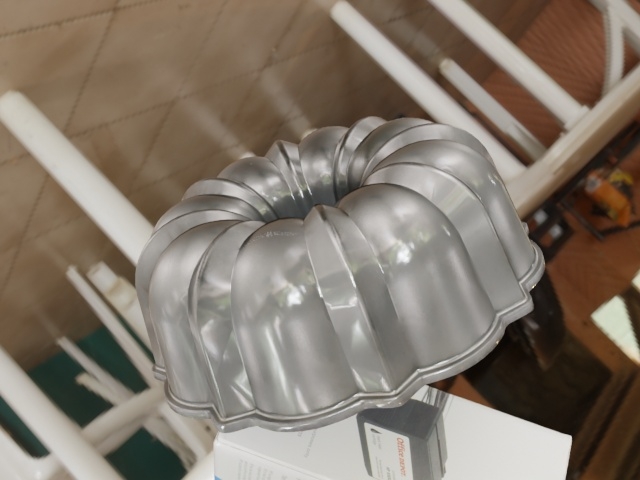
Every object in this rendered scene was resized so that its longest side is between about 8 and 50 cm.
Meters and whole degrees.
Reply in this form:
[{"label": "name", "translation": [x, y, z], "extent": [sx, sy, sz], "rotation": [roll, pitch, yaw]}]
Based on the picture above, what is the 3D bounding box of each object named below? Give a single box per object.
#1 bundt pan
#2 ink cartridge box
[{"label": "bundt pan", "translation": [0.000, 0.000, 0.684], "extent": [0.331, 0.124, 0.331], "rotation": [-17, -156, 8]}, {"label": "ink cartridge box", "translation": [0.059, 0.230, 0.858], "extent": [0.223, 0.308, 0.129], "rotation": [102, 9, -59]}]
